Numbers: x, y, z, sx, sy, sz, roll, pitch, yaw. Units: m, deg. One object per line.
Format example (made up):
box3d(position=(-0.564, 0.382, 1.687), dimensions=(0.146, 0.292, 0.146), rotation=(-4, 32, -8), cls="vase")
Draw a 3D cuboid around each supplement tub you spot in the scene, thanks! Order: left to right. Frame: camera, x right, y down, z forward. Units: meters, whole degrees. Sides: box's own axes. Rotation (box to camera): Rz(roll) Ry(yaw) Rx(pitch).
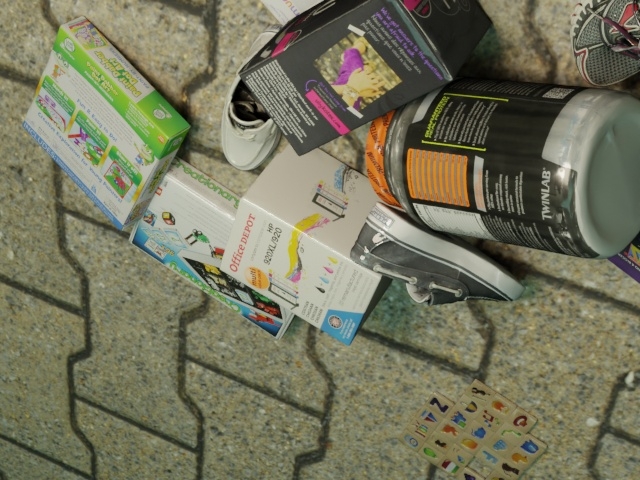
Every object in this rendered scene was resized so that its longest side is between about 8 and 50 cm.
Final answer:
box3d(position=(0.235, -0.100, 1.692), dimensions=(0.338, 0.207, 0.207), rotation=(13, 133, 42), cls="supplement tub")

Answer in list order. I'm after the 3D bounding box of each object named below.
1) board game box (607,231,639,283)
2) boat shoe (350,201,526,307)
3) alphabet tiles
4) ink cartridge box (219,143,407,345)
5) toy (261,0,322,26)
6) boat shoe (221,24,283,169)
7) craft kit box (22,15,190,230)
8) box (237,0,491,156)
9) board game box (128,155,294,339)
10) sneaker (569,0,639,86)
box3d(position=(0.448, 0.013, 1.735), dimensions=(0.170, 0.048, 0.141), rotation=(40, 154, 25), cls="board game box")
box3d(position=(0.163, 0.043, 1.866), dimensions=(0.301, 0.102, 0.108), rotation=(23, -167, -41), cls="boat shoe")
box3d(position=(0.255, 0.324, 2.208), dimensions=(0.198, 0.009, 0.237), rotation=(33, 136, 4), cls="alphabet tiles")
box3d(position=(0.000, 0.000, 1.978), dimensions=(0.232, 0.168, 0.171), rotation=(30, 137, 8), cls="ink cartridge box")
box3d(position=(-0.029, -0.373, 1.762), dimensions=(0.237, 0.056, 0.137), rotation=(-28, 108, 44), cls="toy")
box3d(position=(-0.097, -0.188, 1.938), dimensions=(0.096, 0.088, 0.267), rotation=(33, 137, 3), cls="boat shoe")
box3d(position=(-0.341, -0.179, 2.090), dimensions=(0.250, 0.061, 0.246), rotation=(46, 140, 9), cls="craft kit box")
box3d(position=(0.056, -0.247, 1.728), dimensions=(0.270, 0.165, 0.143), rotation=(-23, 111, 38), cls="box")
box3d(position=(-0.153, 0.013, 2.170), dimensions=(0.305, 0.053, 0.193), rotation=(33, 136, 4), cls="board game box")
box3d(position=(0.375, -0.250, 1.522), dimensions=(0.121, 0.112, 0.299), rotation=(14, 157, -13), cls="sneaker")
